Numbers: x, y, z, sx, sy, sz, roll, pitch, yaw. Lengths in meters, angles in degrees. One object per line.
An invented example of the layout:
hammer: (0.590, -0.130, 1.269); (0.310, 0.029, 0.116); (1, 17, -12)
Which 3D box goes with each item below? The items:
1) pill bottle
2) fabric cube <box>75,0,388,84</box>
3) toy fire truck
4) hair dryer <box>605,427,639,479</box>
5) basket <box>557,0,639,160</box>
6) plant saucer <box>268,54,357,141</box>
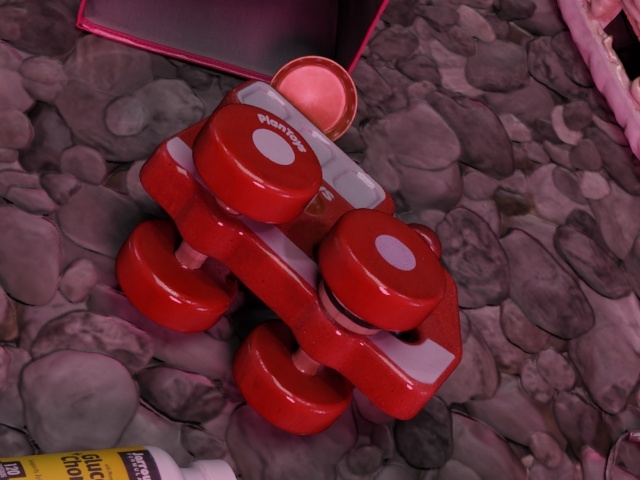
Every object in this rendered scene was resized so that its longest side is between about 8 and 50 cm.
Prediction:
pill bottle: (-0.152, 0.197, 1.051); (0.184, 0.103, 0.103); (-2, 59, -25)
fabric cube: (-0.054, -0.328, 1.359); (0.254, 0.259, 0.258); (16, 52, -12)
toy fire truck: (0.000, 0.000, 1.234); (0.302, 0.169, 0.254); (41, 32, 5)
hair dryer: (0.405, 0.183, 1.327); (0.223, 0.080, 0.293); (42, 51, 8)
basket: (0.466, -0.250, 1.538); (0.331, 0.266, 0.328); (-4, 59, -29)
plant saucer: (-0.009, -0.126, 1.364); (0.083, 0.084, 0.013); (19, 11, -11)
